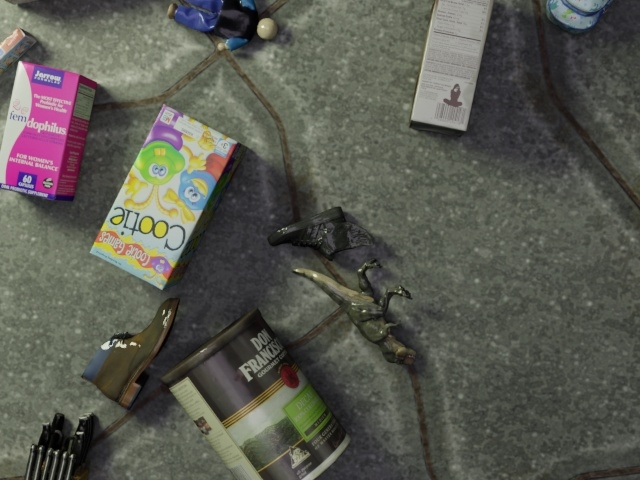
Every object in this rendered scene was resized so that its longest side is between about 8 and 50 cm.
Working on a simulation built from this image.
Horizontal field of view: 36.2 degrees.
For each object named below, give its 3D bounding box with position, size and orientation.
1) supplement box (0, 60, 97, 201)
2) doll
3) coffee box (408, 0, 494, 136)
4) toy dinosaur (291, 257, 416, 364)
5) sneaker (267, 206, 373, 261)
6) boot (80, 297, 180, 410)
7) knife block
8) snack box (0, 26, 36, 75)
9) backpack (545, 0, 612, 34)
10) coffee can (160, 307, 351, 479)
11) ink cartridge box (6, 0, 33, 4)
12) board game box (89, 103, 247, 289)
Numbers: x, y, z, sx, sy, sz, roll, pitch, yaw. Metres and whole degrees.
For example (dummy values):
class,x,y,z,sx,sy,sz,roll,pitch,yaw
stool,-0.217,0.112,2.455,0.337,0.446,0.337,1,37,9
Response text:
class,x,y,z,sx,sy,sz,roll,pitch,yaw
supplement box,-0.473,-0.185,1.689,0.111,0.114,0.220,12,91,2
doll,-0.164,-0.394,1.701,0.189,0.046,0.129,19,94,2
coffee box,0.220,-0.307,1.644,0.098,0.141,0.247,12,92,2
toy dinosaur,0.084,0.104,1.708,0.268,0.064,0.118,42,100,3
sneaker,0.000,0.000,1.708,0.170,0.051,0.089,-23,87,0
boot,-0.332,0.181,1.714,0.106,0.082,0.219,27,95,-2
knife block,-0.469,0.444,1.740,0.088,0.242,0.276,15,138,2
snack box,-0.575,-0.300,1.710,0.178,0.064,0.022,-42,90,3
backpack,0.441,-0.414,1.658,0.105,0.084,0.114,30,96,3
coffee can,-0.108,0.282,1.650,0.201,0.201,0.275,-36,91,3
ink cartridge box,-0.472,-0.567,1.666,0.211,0.121,0.289,-9,92,3
board game box,-0.255,-0.073,1.669,0.144,0.142,0.275,27,93,1
